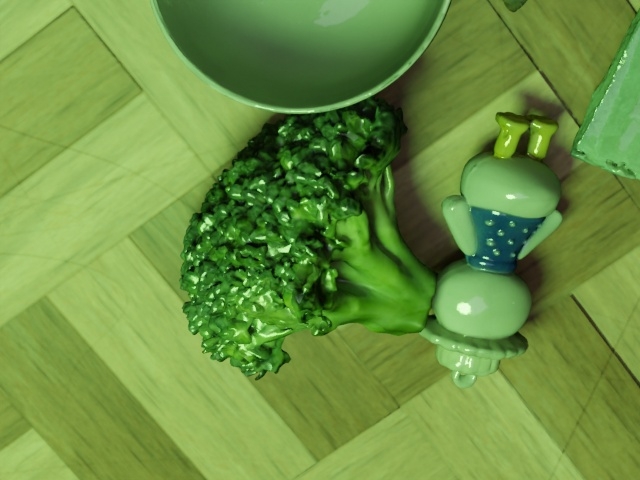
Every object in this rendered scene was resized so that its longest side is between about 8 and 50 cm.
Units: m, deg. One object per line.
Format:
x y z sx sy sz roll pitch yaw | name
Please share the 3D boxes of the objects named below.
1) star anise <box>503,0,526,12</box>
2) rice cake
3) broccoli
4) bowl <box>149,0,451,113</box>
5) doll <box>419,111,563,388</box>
0.194 -0.340 1.594 0.198 0.110 0.257 -31 101 10 | star anise
0.344 -0.158 1.700 0.124 0.038 0.211 17 109 -8 | rice cake
0.000 0.000 1.671 0.246 0.248 0.288 30 141 -35 | broccoli
-0.009 -0.263 1.579 0.287 0.144 0.287 1 97 9 | bowl
0.176 0.013 1.726 0.138 0.119 0.293 3 107 -29 | doll
